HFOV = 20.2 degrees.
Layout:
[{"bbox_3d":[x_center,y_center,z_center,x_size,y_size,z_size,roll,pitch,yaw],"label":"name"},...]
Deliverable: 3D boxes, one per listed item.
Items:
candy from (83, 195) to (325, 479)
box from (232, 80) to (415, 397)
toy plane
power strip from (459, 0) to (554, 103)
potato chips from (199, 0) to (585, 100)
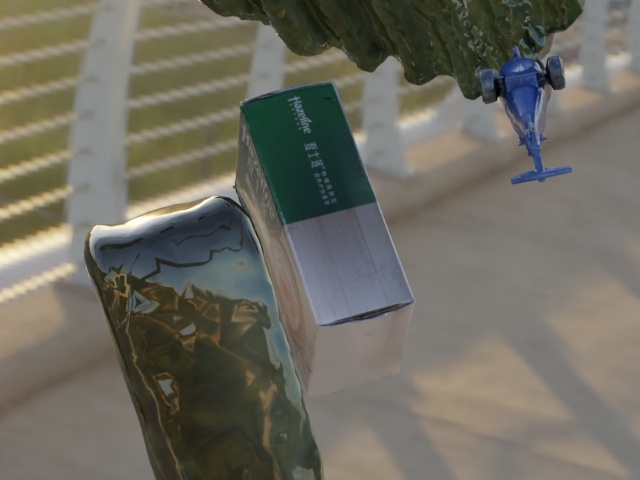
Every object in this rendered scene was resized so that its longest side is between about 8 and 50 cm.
[{"bbox_3d":[-0.066,0.090,1.114,0.104,0.234,0.102,-17,9,-4],"label":"candy"},{"bbox_3d":[0.000,0.000,1.344,0.081,0.135,0.199,-16,65,-12],"label":"box"},{"bbox_3d":[0.129,-0.075,1.108,0.054,0.062,0.167,-11,19,7],"label":"toy plane"},{"bbox_3d":[0.191,-0.255,1.923,0.092,0.257,0.251,-29,-8,-8],"label":"power strip"},{"bbox_3d":[0.046,-0.268,1.475,0.389,0.373,0.097,32,41,-30],"label":"potato chips"}]
